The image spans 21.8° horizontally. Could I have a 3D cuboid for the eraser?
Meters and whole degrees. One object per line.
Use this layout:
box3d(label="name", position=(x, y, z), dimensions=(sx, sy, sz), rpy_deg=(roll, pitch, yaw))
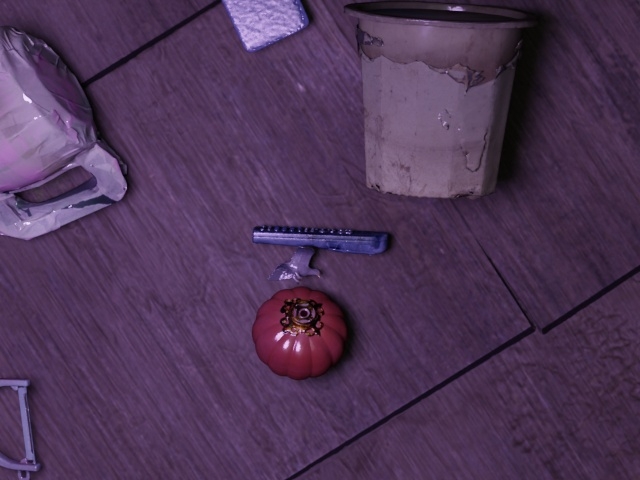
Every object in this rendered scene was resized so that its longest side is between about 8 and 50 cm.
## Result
box3d(label="eraser", position=(-0.093, -0.324, 1.860), dimensions=(0.082, 0.036, 0.225), rpy_deg=(-26, 90, 3))

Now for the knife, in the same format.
box3d(label="knife", position=(-0.458, 0.223, 1.894), dimensions=(0.278, 0.053, 0.123), rpy_deg=(-4, 96, 4))

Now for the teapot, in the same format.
box3d(label="teapot", position=(-0.341, -0.116, 1.846), dimensions=(0.178, 0.221, 0.163), rpy_deg=(-34, 51, 13))

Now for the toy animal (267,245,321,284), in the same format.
box3d(label="toy animal", position=(-0.023, 0.033, 1.859), dimensions=(0.050, 0.084, 0.028), rpy_deg=(37, 51, -10))

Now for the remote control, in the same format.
box3d(label="remote control", position=(0.000, -0.002, 1.864), dimensions=(0.152, 0.043, 0.027), rpy_deg=(5, 104, 2))

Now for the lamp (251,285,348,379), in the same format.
box3d(label="lamp", position=(-0.023, 0.103, 1.844), dimensions=(0.107, 0.092, 0.107), rpy_deg=(4, 59, -6))

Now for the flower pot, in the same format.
box3d(label="flower pot", position=(0.125, -0.151, 1.779), dimensions=(0.212, 0.212, 0.203), rpy_deg=(3, 100, 3))
